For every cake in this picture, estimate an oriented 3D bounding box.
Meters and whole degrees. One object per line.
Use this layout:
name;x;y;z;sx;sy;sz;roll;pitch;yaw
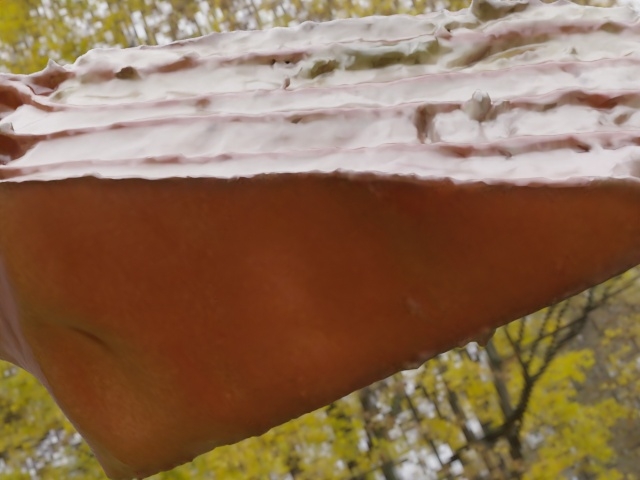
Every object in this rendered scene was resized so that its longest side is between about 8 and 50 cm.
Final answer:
cake;0.002;-0.003;0.377;0.287;0.135;0.098;-10;22;17
